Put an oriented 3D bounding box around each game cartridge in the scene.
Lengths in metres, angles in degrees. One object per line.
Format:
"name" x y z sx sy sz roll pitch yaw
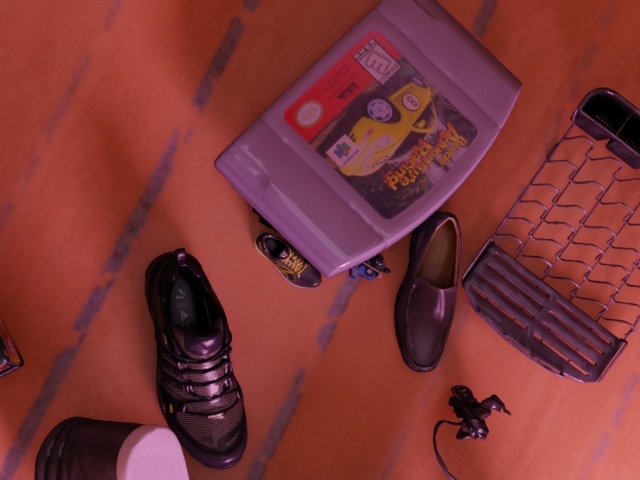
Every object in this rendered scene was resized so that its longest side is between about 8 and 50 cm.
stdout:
"game cartridge" 0.061 -0.111 1.675 0.196 0.060 0.294 45 76 0

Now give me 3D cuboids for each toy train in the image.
"toy train" 0.000 0.000 1.689 0.158 0.027 0.036 29 85 -4

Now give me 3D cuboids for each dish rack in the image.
"dish rack" 0.286 0.004 1.707 0.208 0.074 0.271 37 82 -3

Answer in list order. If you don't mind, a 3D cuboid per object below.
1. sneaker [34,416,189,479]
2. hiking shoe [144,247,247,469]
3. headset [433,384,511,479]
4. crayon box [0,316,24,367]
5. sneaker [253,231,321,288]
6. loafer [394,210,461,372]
"sneaker" -0.199 0.297 1.610 0.105 0.147 0.295 -28 122 -44
"hiking shoe" -0.126 0.120 1.617 0.086 0.114 0.226 -17 88 -9
"headset" 0.122 0.351 1.646 0.243 0.185 0.394 8 99 -4
"crayon box" -0.387 -0.004 1.465 0.106 0.363 0.313 -28 90 -9
"sneaker" -0.034 0.021 1.678 0.083 0.035 0.031 35 82 -4
"loafer" 0.113 0.051 1.683 0.062 0.061 0.170 5 85 -8
